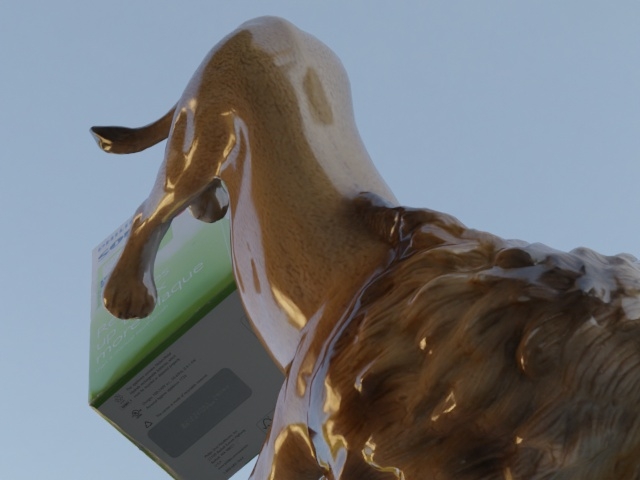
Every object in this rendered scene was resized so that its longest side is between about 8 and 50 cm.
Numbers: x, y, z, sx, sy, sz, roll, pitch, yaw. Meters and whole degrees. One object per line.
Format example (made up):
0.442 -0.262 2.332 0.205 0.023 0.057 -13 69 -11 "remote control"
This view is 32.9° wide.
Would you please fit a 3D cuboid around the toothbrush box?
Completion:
-0.069 0.033 0.862 0.206 0.283 0.122 -40 -68 7 "toothbrush box"

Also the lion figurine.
0.000 0.000 0.525 0.142 0.392 0.240 -12 -36 -40 "lion figurine"
